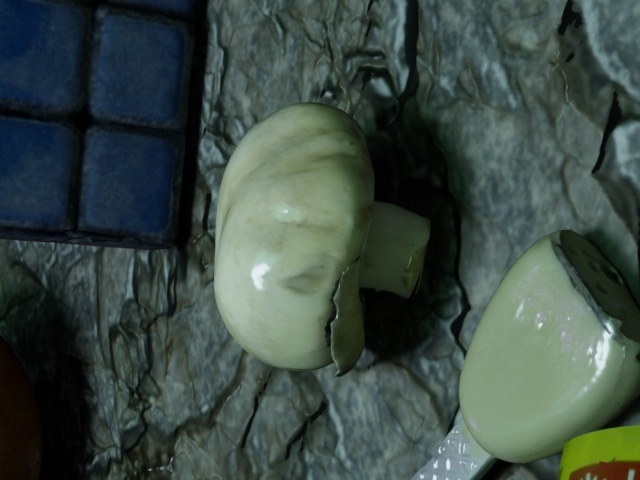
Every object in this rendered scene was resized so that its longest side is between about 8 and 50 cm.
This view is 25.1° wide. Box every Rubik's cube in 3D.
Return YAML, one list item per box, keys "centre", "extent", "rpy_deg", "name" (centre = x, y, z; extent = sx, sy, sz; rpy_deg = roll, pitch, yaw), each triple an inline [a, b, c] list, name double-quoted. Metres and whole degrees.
- centre: [-0.310, -0.173, 1.048]
  extent: [0.344, 0.344, 0.337]
  rpy_deg: [4, 89, 51]
  name: "Rubik's cube"

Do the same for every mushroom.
- centre: [0.000, 0.000, 0.811]
  extent: [0.154, 0.122, 0.154]
  rpy_deg: [3, -90, -89]
  name: "mushroom"

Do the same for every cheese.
- centre: [0.093, 0.086, 0.735]
  extent: [0.192, 0.037, 0.097]
  rpy_deg: [-55, 45, 32]
  name: "cheese"

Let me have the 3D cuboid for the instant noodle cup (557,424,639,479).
- centre: [0.177, 0.181, 0.430]
  extent: [0.311, 0.311, 0.221]
  rpy_deg: [-10, 67, 52]
  name: "instant noodle cup"

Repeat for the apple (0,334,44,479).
- centre: [-0.360, 0.176, 1.132]
  extent: [0.309, 0.277, 0.250]
  rpy_deg: [-49, 9, 2]
  name: "apple"
